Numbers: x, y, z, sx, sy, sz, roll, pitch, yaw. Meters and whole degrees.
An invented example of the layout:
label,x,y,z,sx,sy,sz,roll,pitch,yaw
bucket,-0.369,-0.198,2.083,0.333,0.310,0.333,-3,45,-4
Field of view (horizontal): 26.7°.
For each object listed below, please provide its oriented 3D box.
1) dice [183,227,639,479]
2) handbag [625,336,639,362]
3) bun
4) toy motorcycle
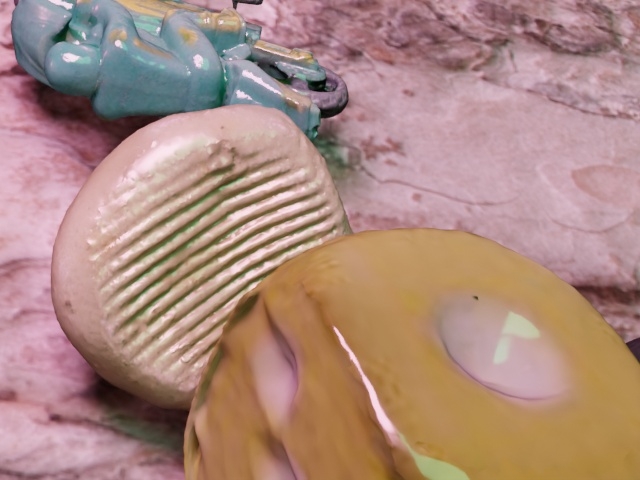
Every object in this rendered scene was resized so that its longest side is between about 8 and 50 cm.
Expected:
label,x,y,z,sx,sy,sz,roll,pitch,yaw
dice,0.065,0.148,0.850,0.227,0.233,0.238,-2,45,-35
handbag,0.262,0.197,0.949,0.181,0.181,0.254,-23,70,-31
bun,-0.085,0.016,0.963,0.231,0.133,0.231,-2,94,-26
toy motorcycle,-0.126,-0.148,1.046,0.296,0.109,0.198,19,25,8
